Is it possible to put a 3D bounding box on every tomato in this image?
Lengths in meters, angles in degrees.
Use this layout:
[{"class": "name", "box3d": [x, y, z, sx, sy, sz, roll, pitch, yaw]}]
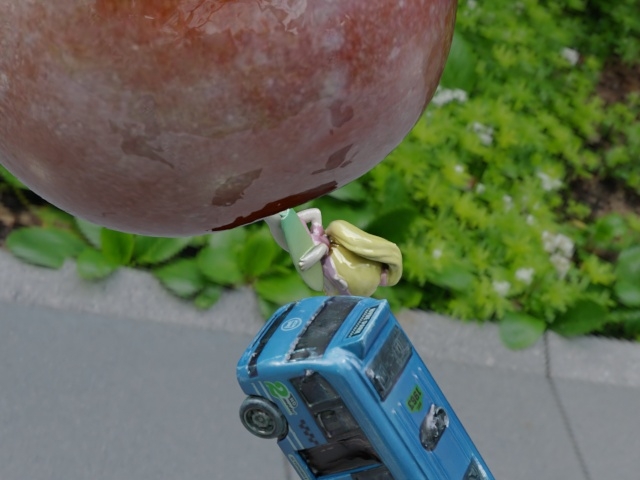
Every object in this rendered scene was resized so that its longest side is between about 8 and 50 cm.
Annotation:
[{"class": "tomato", "box3d": [-0.067, -0.142, 0.623, 0.270, 0.227, 0.270, -2, 69, 6]}]

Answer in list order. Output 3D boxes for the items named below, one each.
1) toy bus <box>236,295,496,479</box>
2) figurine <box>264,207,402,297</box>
[{"class": "toy bus", "box3d": [0.044, 0.164, 1.056, 0.246, 0.134, 0.113, 59, 38, -17]}, {"class": "figurine", "box3d": [0.000, 0.000, 1.152, 0.187, 0.083, 0.083, 39, 22, -33]}]
